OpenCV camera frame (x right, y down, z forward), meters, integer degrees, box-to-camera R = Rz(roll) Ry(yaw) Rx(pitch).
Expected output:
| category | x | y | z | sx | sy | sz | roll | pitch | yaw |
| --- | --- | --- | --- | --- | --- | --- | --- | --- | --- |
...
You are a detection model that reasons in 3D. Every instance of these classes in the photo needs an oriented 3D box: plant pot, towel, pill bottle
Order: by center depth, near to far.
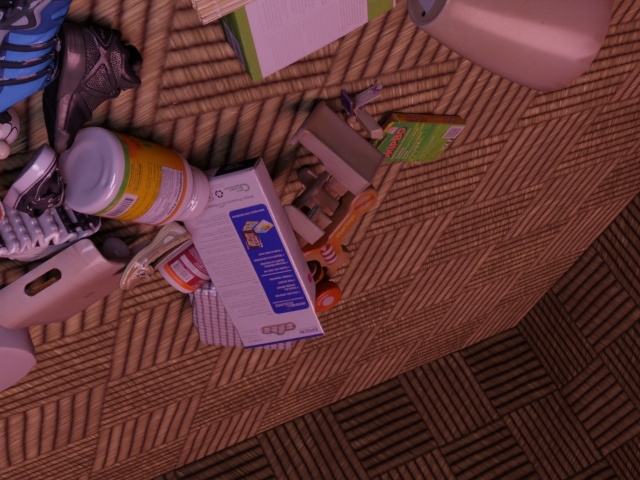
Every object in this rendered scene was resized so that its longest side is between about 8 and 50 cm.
| category | x | y | z | sx | sy | sz | roll | pitch | yaw |
| --- | --- | --- | --- | --- | --- | --- | --- | --- | --- |
| pill bottle | -0.298 | -0.096 | 1.464 | 0.136 | 0.136 | 0.246 | -40 | 155 | 21 |
| plant pot | 0.290 | -0.393 | 1.481 | 0.274 | 0.256 | 0.256 | 4 | 142 | -28 |
| pill bottle | -0.215 | -0.002 | 1.770 | 0.221 | 0.121 | 0.121 | -36 | 156 | 14 |
| towel | -0.171 | 0.141 | 2.016 | 0.235 | 0.121 | 0.283 | 6 | 149 | 2 |

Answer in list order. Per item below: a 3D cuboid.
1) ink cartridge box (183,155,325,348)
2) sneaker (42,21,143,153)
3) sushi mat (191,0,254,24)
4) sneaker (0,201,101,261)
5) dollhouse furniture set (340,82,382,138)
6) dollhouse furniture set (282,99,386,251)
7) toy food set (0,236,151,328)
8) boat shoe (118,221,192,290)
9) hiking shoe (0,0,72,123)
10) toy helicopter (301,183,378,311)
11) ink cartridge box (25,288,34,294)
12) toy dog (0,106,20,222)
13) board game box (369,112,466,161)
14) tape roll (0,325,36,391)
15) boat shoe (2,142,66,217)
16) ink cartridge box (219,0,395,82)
| category | x | y | z | sx | sy | sz | roll | pitch | yaw |
| --- | --- | --- | --- | --- | --- | --- | --- | --- | --- |
| ink cartridge box | -0.127 | 0.032 | 1.665 | 0.176 | 0.370 | 0.069 | -12 | -154 | 20 |
| sneaker | -0.323 | -0.211 | 1.267 | 0.130 | 0.087 | 0.227 | -7 | 142 | -32 |
| sushi mat | -0.047 | -0.416 | 1.162 | 0.317 | 0.019 | 0.151 | -27 | 112 | -8 |
| sneaker | -0.507 | -0.007 | 1.448 | 0.292 | 0.110 | 0.118 | -5 | 155 | -44 |
| dollhouse furniture set | 0.104 | -0.239 | 1.689 | 0.081 | 0.114 | 0.091 | -31 | 155 | -11 |
| dollhouse furniture set | -0.021 | -0.121 | 1.704 | 0.242 | 0.161 | 0.212 | -41 | -168 | 42 |
| toy food set | -0.441 | 0.061 | 1.611 | 0.220 | 0.092 | 0.306 | -31 | 174 | 8 |
| boat shoe | -0.291 | 0.033 | 1.561 | 0.153 | 0.048 | 0.056 | -49 | 172 | -17 |
| hiking shoe | -0.364 | -0.257 | 1.090 | 0.304 | 0.113 | 0.132 | -34 | 150 | 24 |
| toy helicopter | 0.000 | 0.000 | 2.073 | 0.235 | 0.140 | 0.355 | 14 | 121 | -47 |
| ink cartridge box | -0.662 | 0.164 | 1.681 | 0.181 | 0.056 | 0.225 | -3 | 157 | -47 |
| toy dog | -0.553 | -0.049 | 1.223 | 0.334 | 0.161 | 0.220 | -43 | 154 | 27 |
| board game box | 0.198 | -0.221 | 1.932 | 0.260 | 0.039 | 0.124 | -8 | 148 | -47 |
| tape roll | -0.728 | 0.247 | 1.642 | 0.392 | 0.072 | 0.392 | -19 | 162 | -7 |
| boat shoe | -0.417 | -0.077 | 1.329 | 0.228 | 0.076 | 0.080 | -25 | -146 | 58 |
| ink cartridge box | -0.021 | -0.369 | 1.300 | 0.255 | 0.097 | 0.188 | -29 | 156 | -8 |
